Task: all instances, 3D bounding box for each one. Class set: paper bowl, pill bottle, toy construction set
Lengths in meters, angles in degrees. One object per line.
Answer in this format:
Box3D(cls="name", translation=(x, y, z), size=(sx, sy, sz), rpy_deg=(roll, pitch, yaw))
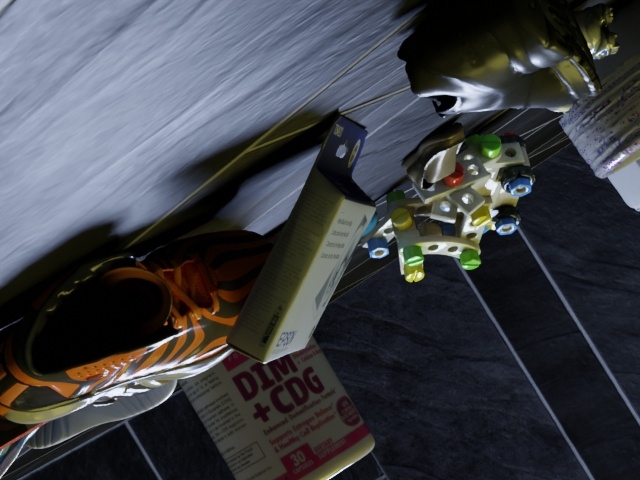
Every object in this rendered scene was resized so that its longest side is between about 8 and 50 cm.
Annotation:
Box3D(cls="paper bowl", translation=(0.405, -0.208, 1.868), size=(0.284, 0.148, 0.284), rpy_deg=(-35, 174, -4))
Box3D(cls="pill bottle", translation=(-0.074, 0.154, 1.810), size=(0.160, 0.283, 0.160), rpy_deg=(-31, 176, -3))
Box3D(cls="toy construction set", translation=(0.186, -0.058, 2.261), size=(0.215, 0.151, 0.328), rpy_deg=(-5, 162, -10))

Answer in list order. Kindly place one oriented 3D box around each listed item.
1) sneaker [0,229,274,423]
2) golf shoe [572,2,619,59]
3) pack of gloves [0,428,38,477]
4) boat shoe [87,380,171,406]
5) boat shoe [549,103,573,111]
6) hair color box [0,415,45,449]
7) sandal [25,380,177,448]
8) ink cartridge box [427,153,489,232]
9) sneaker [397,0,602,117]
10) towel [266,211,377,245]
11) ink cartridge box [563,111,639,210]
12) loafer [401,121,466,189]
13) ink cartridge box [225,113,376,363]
Box3D(cls="sneaker", translation=(-0.138, 0.061, 1.404), size=(0.321, 0.125, 0.180), rpy_deg=(-29, 176, -33))
Box3D(cls="golf shoe", translation=(0.241, -0.197, 1.636), size=(0.086, 0.069, 0.176), rpy_deg=(-10, 169, -9))
Box3D(cls="pack of gloves", translation=(-0.351, 0.208, 1.859), size=(0.232, 0.046, 0.195), rpy_deg=(-53, -173, -9))
Box3D(cls="boat shoe", translation=(-0.233, 0.121, 1.627), size=(0.092, 0.103, 0.285), rpy_deg=(-27, 173, 11))
Box3D(cls="boat shoe", translation=(0.334, -0.206, 2.004), size=(0.142, 0.049, 0.040), rpy_deg=(-29, 137, -31))
Box3D(cls="hair color box", translation=(-0.338, 0.181, 1.711), size=(0.141, 0.072, 0.043), rpy_deg=(-31, 176, -18))
Box3D(cls="sandal", translation=(-0.284, 0.186, 2.029), size=(0.265, 0.102, 0.076), rpy_deg=(-24, -179, 29))
Box3D(cls="ink cartridge box", translation=(0.219, -0.064, 2.440), size=(0.052, 0.122, 0.088), rpy_deg=(-33, 178, -34))
Box3D(cls="sneaker", translation=(0.136, -0.148, 1.232), size=(0.130, 0.109, 0.286), rpy_deg=(-26, 168, 16))
Box3D(cls="towel", translation=(-0.072, 0.035, 2.129), size=(0.271, 0.040, 0.370), rpy_deg=(-34, 173, 14))
Box3D(cls="ink cartridge box", translation=(0.490, -0.201, 2.140), size=(0.278, 0.201, 0.117), rpy_deg=(-34, 176, -9))
Box3D(cls="loafer", translation=(0.149, -0.104, 1.983), size=(0.056, 0.050, 0.148), rpy_deg=(-30, 175, -20))
Box3D(cls="ink cartridge box", translation=(0.000, 0.000, 1.460), size=(0.224, 0.045, 0.223), rpy_deg=(-65, 172, 4))
